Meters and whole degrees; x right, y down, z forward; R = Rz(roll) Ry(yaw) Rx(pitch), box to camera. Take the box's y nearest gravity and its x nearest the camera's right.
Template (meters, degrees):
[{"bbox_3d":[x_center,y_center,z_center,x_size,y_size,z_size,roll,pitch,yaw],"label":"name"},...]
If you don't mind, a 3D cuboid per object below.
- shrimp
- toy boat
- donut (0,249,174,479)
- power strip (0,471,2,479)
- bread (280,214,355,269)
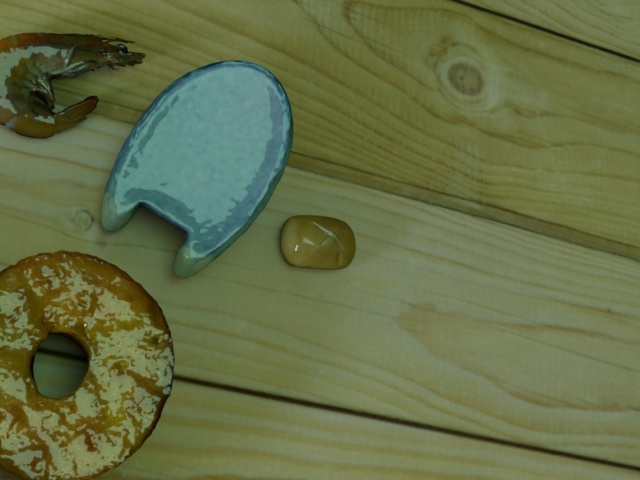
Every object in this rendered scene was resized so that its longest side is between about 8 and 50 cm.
[{"bbox_3d":[-0.359,-0.229,1.912,0.249,0.068,0.150,-21,95,-25],"label":"shrimp"},{"bbox_3d":[-0.168,-0.109,1.951,0.215,0.123,0.330,31,72,-5],"label":"toy boat"},{"bbox_3d":[-0.340,0.167,1.752,0.303,0.110,0.302,8,70,-21],"label":"donut"},{"bbox_3d":[-0.402,0.374,1.623,0.194,0.059,0.264,-17,103,-60],"label":"power strip"},{"bbox_3d":[0.000,0.000,2.008,0.115,0.056,0.082,8,70,-24],"label":"bread"}]
